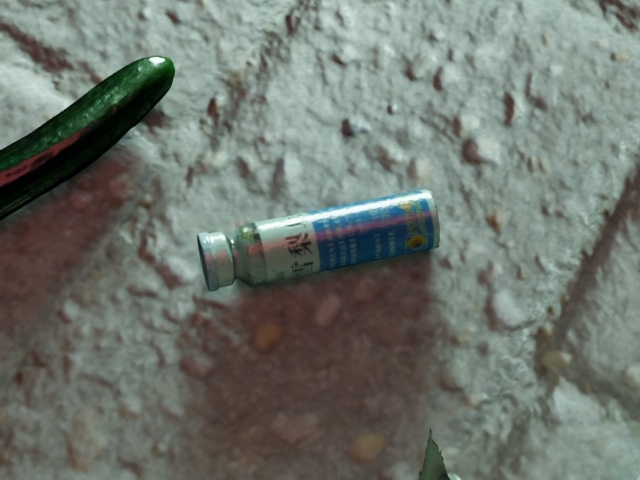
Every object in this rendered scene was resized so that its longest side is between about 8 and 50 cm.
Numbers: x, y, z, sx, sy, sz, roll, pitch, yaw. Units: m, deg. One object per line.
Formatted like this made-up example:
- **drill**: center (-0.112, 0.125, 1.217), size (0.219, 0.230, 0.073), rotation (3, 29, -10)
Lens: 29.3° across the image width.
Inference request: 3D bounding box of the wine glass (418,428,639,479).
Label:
- **wine glass**: center (0.238, 0.234, 0.797), size (0.323, 0.238, 0.238), rotation (1, 66, -7)

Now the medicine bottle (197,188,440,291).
- **medicine bottle**: center (0.000, 0.000, 0.970), size (0.191, 0.051, 0.051), rotation (-11, 68, -11)

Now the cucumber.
- **cucumber**: center (-0.225, -0.064, 0.977), size (0.284, 0.056, 0.056), rotation (-39, 75, -19)
